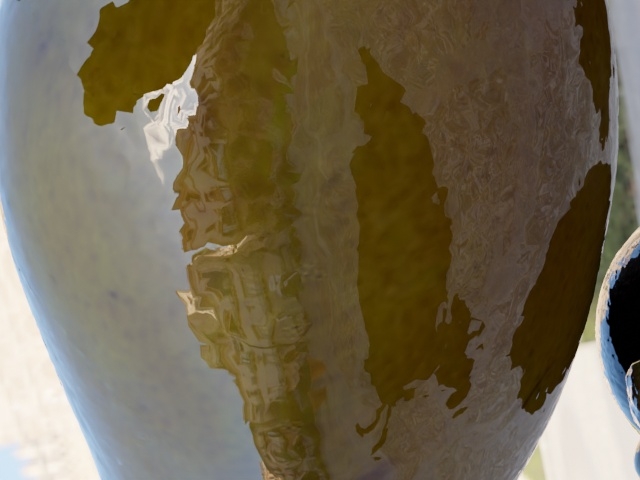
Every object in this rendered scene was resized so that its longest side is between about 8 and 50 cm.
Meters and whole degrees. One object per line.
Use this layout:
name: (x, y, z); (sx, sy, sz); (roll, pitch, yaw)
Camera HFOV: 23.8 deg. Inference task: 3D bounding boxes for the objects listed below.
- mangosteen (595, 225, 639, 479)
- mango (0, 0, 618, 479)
mangosteen: (0.179, 0.052, 0.658); (0.151, 0.137, 0.137); (-54, -41, -47)
mango: (0.000, 0.000, 0.611); (0.264, 0.221, 0.378); (-28, -54, -48)
